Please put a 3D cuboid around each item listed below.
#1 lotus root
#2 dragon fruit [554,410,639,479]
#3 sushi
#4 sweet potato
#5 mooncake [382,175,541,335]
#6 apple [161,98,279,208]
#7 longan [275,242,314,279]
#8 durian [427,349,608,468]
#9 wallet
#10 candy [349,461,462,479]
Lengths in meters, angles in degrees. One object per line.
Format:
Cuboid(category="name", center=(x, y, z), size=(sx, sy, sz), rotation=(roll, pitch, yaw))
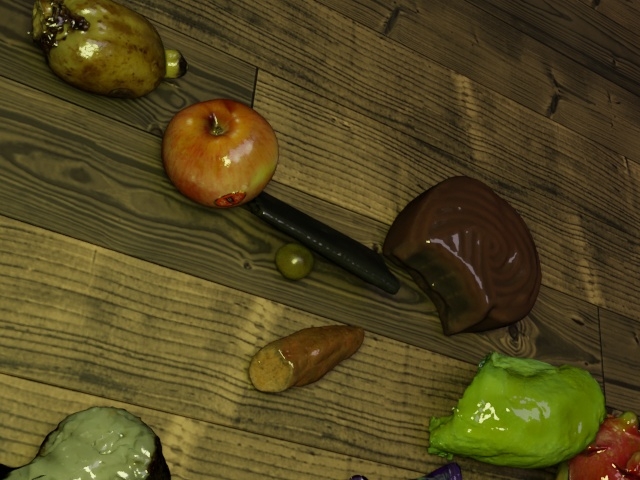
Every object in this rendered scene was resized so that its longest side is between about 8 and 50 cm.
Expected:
Cuboid(category="lotus root", center=(-0.374, -0.335, 1.527), size=(0.314, 0.141, 0.169), rotation=(14, 64, -40))
Cuboid(category="dragon fruit", center=(0.590, 0.506, 1.746), size=(0.243, 0.227, 0.307), rotation=(-21, 85, -34))
Cuboid(category="sushi", center=(-0.342, 0.394, 1.170), size=(0.234, 0.207, 0.348), rotation=(14, 47, 17))
Cuboid(category="sweet potato", center=(-0.013, 0.203, 1.555), size=(0.252, 0.097, 0.097), rotation=(-15, 78, -37))
Cuboid(category="mooncake", center=(0.297, 0.028, 1.802), size=(0.334, 0.174, 0.326), rotation=(-1, 72, -36))
Cuboid(category="apple", center=(-0.177, -0.156, 1.540), size=(0.209, 0.164, 0.209), rotation=(5, 53, -7))
Cuboid(category="longan", center=(-0.050, 0.036, 1.630), size=(0.075, 0.075, 0.083), rotation=(23, 17, -24))
Cuboid(category="durian", center=(0.390, 0.322, 1.673), size=(0.340, 0.204, 0.256), rotation=(10, 41, 10))
Cuboid(category="wallet", center=(0.000, 0.000, 1.642), size=(0.321, 0.044, 0.170), rotation=(28, 13, -21))
Cuboid(category="candy", center=(0.166, 0.484, 1.564), size=(0.275, 0.070, 0.145), rotation=(4, 73, -38))
